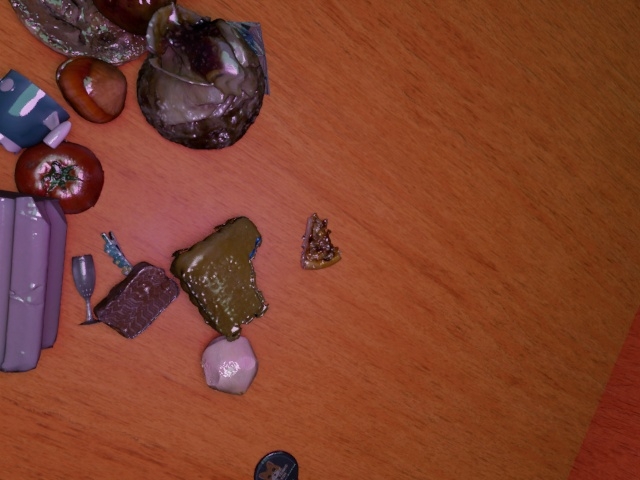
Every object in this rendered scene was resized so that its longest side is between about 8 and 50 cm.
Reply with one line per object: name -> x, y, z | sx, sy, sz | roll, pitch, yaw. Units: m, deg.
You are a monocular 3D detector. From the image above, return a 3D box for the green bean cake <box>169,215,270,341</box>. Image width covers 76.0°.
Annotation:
green bean cake -> -0.274, 0.110, 1.255 | 0.285, 0.202, 0.310 | -34, 102, -28

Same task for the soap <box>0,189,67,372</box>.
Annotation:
soap -> -0.842, 0.083, 1.003 | 0.350, 0.213, 0.435 | 5, 98, -18

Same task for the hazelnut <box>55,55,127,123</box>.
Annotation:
hazelnut -> -0.625, -0.422, 1.138 | 0.182, 0.182, 0.182 | 0, 91, -19

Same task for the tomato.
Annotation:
tomato -> -0.726, -0.180, 1.143 | 0.225, 0.085, 0.224 | 1, 88, -21

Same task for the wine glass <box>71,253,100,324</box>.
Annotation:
wine glass -> -0.671, 0.140, 1.174 | 0.066, 0.066, 0.198 | -7, 93, -19

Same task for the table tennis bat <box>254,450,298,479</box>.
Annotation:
table tennis bat -> -0.118, 0.812, 1.397 | 0.236, 0.027, 0.150 | 37, 79, -13

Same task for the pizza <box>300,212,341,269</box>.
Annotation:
pizza -> -0.001, 0.000, 1.400 | 0.154, 0.069, 0.193 | -12, 96, -18

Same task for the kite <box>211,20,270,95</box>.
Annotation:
kite -> -0.288, -0.594, 1.325 | 0.335, 0.011, 0.314 | 39, 79, -15

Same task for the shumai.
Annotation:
shumai -> -0.306, -0.455, 1.143 | 0.395, 0.348, 0.395 | -2, 95, -23

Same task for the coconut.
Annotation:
coconut -> -0.274, 0.385, 1.246 | 0.171, 0.171, 0.183 | -14, 53, -18

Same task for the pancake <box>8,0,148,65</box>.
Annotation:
pancake -> -0.652, -0.680, 1.159 | 0.387, 0.082, 0.386 | -1, 92, -27

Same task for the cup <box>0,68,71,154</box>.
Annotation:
cup -> -0.788, -0.322, 1.072 | 0.300, 0.167, 0.173 | 31, 77, 15

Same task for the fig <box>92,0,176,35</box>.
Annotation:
fig -> -0.460, -0.689, 1.140 | 0.217, 0.217, 0.321 | 57, 37, -11

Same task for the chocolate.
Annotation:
chocolate -> -0.532, 0.166, 1.193 | 0.214, 0.093, 0.148 | -48, 131, -17

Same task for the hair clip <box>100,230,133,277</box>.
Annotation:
hair clip -> -0.596, 0.053, 1.215 | 0.049, 0.049, 0.173 | -33, 102, -16
